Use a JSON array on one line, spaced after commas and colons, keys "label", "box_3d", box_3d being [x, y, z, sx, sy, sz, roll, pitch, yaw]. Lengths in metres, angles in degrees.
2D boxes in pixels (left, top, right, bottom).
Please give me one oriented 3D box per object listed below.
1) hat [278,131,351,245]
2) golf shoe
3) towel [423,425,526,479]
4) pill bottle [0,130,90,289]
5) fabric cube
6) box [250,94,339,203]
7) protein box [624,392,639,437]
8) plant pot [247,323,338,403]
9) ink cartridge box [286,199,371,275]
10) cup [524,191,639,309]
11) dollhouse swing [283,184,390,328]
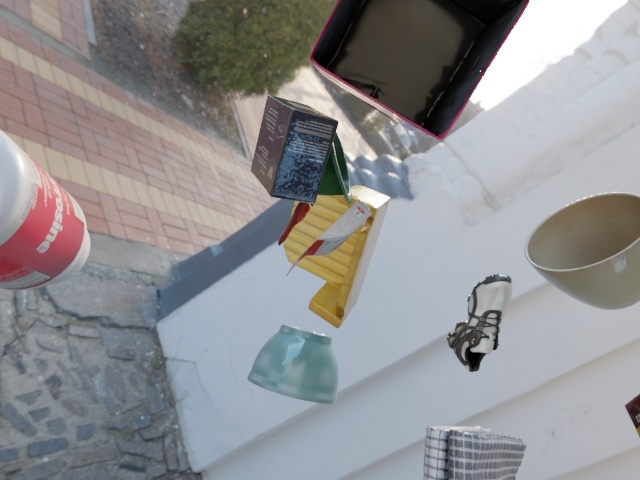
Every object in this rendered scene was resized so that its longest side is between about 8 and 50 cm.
[{"label": "hat", "box_3d": [-0.039, -0.137, 0.951, 0.173, 0.183, 0.209, 60, 21, -52]}, {"label": "golf shoe", "box_3d": [0.301, 0.153, 0.787, 0.077, 0.198, 0.094, 7, 33, -8]}, {"label": "towel", "box_3d": [0.317, 0.504, 0.881, 0.283, 0.121, 0.235, 25, 63, -42]}, {"label": "pill bottle", "box_3d": [-0.577, -0.035, 0.795, 0.229, 0.229, 0.408, 58, -16, 7]}, {"label": "fabric cube", "box_3d": [0.158, -0.355, 0.772, 0.254, 0.259, 0.258, 30, 16, -3]}, {"label": "box", "box_3d": [-0.055, -0.173, 0.816, 0.093, 0.158, 0.156, 7, 23, -27]}, {"label": "protein box", "box_3d": [0.592, 0.302, 0.599, 0.201, 0.136, 0.200, 17, 37, -2]}, {"label": "plant pot", "box_3d": [-0.068, 0.384, 1.407, 0.293, 0.293, 0.196, 31, 70, -54]}, {"label": "ink cartridge box", "box_3d": [0.014, 0.009, 0.867, 0.045, 0.179, 0.145, 43, -17, 2]}, {"label": "cup", "box_3d": [0.798, 0.058, 1.242, 0.237, 0.331, 0.331, 51, 18, -16]}, {"label": "dollhouse swing", "box_3d": [0.000, 0.000, 1.280, 0.304, 0.347, 0.315, 21, 18, 13]}]
